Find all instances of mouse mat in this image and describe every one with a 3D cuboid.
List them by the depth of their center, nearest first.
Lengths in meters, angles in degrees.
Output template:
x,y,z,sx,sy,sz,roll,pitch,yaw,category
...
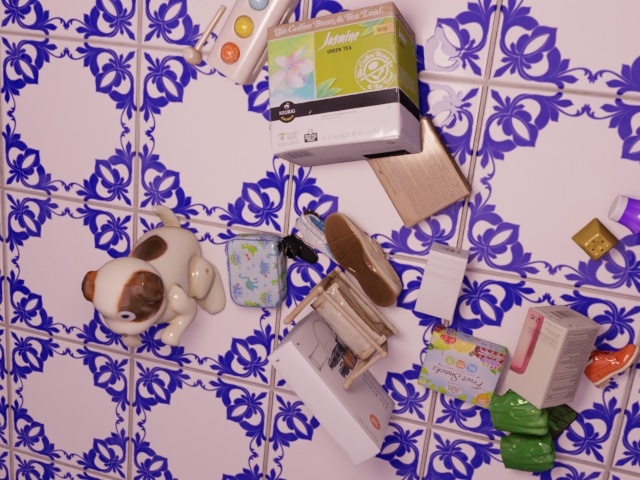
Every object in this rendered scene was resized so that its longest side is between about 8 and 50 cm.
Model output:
x,y,z,sx,sy,sz,roll,pitch,yaw,category
0.604,0.483,1.797,0.190,0.007,0.152,37,111,6,mouse mat

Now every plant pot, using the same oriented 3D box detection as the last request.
x,y,z,sx,sy,sz,roll,pitch,yaw,category
0.697,0.004,1.609,0.081,0.083,0.081,45,110,2,plant pot

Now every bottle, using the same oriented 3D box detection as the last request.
x,y,z,sx,sy,sz,roll,pitch,yaw,category
0.847,-0.031,1.539,0.283,0.118,0.092,23,64,9,bottle

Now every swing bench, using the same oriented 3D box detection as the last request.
x,y,z,sx,sy,sz,roll,pitch,yaw,category
0.071,0.221,1.753,0.253,0.255,0.165,46,114,1,swing bench

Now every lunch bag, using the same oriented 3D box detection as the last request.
x,y,z,sx,sy,sz,roll,pitch,yaw,category
-0.190,0.087,1.886,0.176,0.090,0.219,1,104,15,lunch bag

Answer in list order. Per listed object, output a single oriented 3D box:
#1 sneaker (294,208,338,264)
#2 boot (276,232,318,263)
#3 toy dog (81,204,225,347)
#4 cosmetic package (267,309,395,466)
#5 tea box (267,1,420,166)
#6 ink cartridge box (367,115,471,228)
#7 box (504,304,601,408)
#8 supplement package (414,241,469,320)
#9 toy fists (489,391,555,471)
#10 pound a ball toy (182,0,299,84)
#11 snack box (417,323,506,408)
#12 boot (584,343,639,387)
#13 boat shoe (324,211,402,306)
x,y,z,sx,sy,sz,roll,pitch,yaw,category
0.000,0.000,1.832,0.190,0.071,0.083,50,134,-2,sneaker
-0.067,0.032,1.831,0.121,0.099,0.045,46,112,2,boot
-0.472,0.121,1.808,0.284,0.408,0.395,10,106,13,toy dog
0.042,0.398,1.792,0.097,0.284,0.377,-39,91,21,cosmetic package
0.061,-0.371,1.584,0.329,0.220,0.323,-5,85,22,tea box
0.259,-0.182,1.689,0.193,0.088,0.234,-29,93,22,ink cartridge box
0.600,0.298,1.656,0.127,0.148,0.232,35,117,51,box
0.331,0.109,1.731,0.105,0.105,0.179,15,107,11,supplement package
0.565,0.525,1.750,0.142,0.096,0.279,-4,117,31,toy fists
-0.231,-0.571,1.713,0.208,0.136,0.319,36,110,5,pound a ball toy
0.396,0.352,1.791,0.207,0.070,0.174,19,107,12,snack box
0.762,0.313,1.682,0.084,0.059,0.158,46,112,7,boot
0.122,0.043,1.783,0.109,0.098,0.302,-35,94,37,boat shoe
